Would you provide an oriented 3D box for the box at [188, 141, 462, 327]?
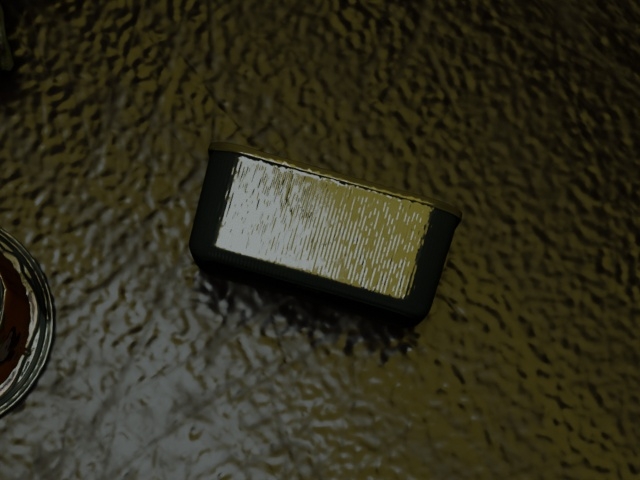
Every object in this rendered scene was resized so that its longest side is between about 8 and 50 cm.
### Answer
[{"bbox_3d":[0.000,0.000,1.409,0.201,0.144,0.090,15,83,0],"label":"box"}]

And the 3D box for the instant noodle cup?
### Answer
[{"bbox_3d":[-0.300,0.054,1.396,0.177,0.125,0.208,-11,80,-4],"label":"instant noodle cup"}]

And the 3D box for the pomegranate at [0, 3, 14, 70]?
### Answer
[{"bbox_3d":[-0.288,-0.287,1.426,0.242,0.242,0.306,-32,102,-7],"label":"pomegranate"}]
